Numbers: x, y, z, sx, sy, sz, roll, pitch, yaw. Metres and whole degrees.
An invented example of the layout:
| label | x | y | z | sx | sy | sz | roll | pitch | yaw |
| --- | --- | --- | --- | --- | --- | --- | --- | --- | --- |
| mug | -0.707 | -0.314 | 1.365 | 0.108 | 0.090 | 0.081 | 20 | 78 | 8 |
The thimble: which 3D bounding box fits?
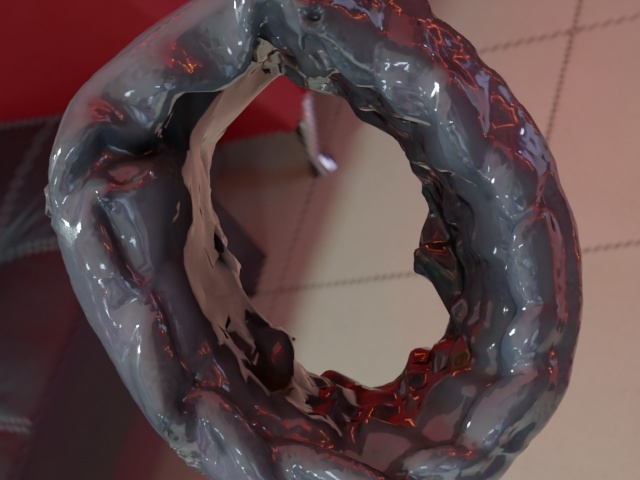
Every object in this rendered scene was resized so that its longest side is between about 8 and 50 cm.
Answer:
| label | x | y | z | sx | sy | sz | roll | pitch | yaw |
| --- | --- | --- | --- | --- | --- | --- | --- | --- | --- |
| thimble | 0.003 | 0.001 | 0.428 | 0.127 | 0.151 | 0.118 | -35 | 1 | 1 |
